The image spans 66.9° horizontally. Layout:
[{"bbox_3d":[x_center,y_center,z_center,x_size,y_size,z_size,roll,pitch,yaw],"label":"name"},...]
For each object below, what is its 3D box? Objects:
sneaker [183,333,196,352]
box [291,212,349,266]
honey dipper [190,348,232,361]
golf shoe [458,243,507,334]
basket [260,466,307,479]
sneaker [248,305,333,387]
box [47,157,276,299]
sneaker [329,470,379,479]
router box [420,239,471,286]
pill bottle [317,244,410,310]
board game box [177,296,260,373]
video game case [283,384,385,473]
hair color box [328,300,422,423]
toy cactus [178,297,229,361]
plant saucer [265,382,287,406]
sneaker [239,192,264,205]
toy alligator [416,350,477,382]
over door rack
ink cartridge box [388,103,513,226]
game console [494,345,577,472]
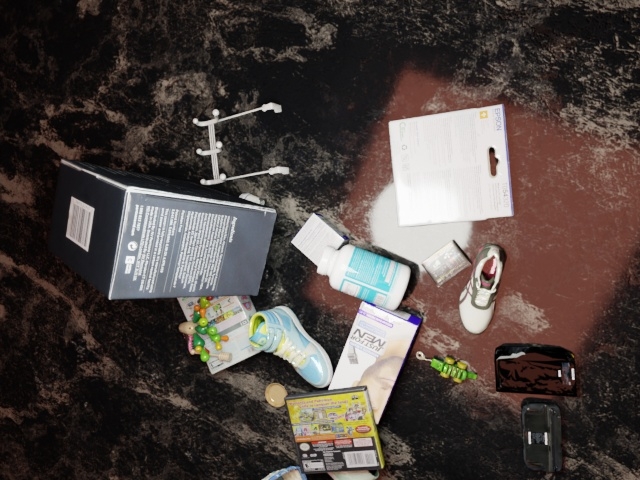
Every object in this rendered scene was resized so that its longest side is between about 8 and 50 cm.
[{"bbox_3d":[-0.482,0.357,1.786,0.057,0.047,0.119,-9,88,42],"label":"sneaker"},{"bbox_3d":[0.000,0.000,1.576,0.137,0.072,0.126,42,105,13],"label":"box"},{"bbox_3d":[-0.377,0.390,1.654,0.161,0.030,0.030,0,92,22],"label":"honey dipper"},{"bbox_3d":[0.460,0.144,1.393,0.105,0.120,0.272,12,98,17],"label":"golf shoe"},{"bbox_3d":[-0.110,0.848,1.547,0.289,0.255,0.200,-31,77,47],"label":"basket"},{"bbox_3d":[-0.113,0.346,1.530,0.319,0.208,0.127,46,109,27],"label":"sneaker"},{"bbox_3d":[-0.481,-0.035,1.463,0.480,0.472,0.297,20,101,42],"label":"box"},{"bbox_3d":[0.074,0.693,1.564,0.256,0.094,0.151,44,111,3],"label":"sneaker"},{"bbox_3d":[0.378,0.069,1.461,0.122,0.038,0.092,-38,80,17],"label":"router box"},{"bbox_3d":[0.128,0.102,1.470,0.264,0.146,0.146,21,99,4],"label":"pill bottle"},{"bbox_3d":[-0.338,0.280,1.698,0.224,0.097,0.303,-27,84,18],"label":"board game box"},{"bbox_3d":[0.040,0.588,1.497,0.275,0.035,0.248,-14,89,21],"label":"video game case"},{"bbox_3d":[0.166,0.370,1.514,0.185,0.110,0.338,22,101,17],"label":"hair color box"},{"bbox_3d":[-0.403,0.291,1.632,0.181,0.112,0.218,-5,94,38],"label":"toy cactus"},{"bbox_3d":[-0.151,0.535,1.682,0.084,0.015,0.083,1,93,20],"label":"plant saucer"},{"bbox_3d":[-0.256,-0.032,1.655,0.091,0.094,0.257,15,96,23],"label":"sneaker"},{"bbox_3d":[0.377,0.385,1.466,0.190,0.051,0.056,18,98,18],"label":"toy alligator"},{"bbox_3d":[-0.284,-0.327,1.648,0.325,0.108,0.239,-6,91,20],"label":"over door rack"},{"bbox_3d":[0.381,-0.212,1.434,0.331,0.071,0.323,-5,90,17],"label":"ink cartridge box"},{"bbox_3d":[0.617,0.484,1.390,0.213,0.044,0.360,-2,91,22],"label":"game console"}]
